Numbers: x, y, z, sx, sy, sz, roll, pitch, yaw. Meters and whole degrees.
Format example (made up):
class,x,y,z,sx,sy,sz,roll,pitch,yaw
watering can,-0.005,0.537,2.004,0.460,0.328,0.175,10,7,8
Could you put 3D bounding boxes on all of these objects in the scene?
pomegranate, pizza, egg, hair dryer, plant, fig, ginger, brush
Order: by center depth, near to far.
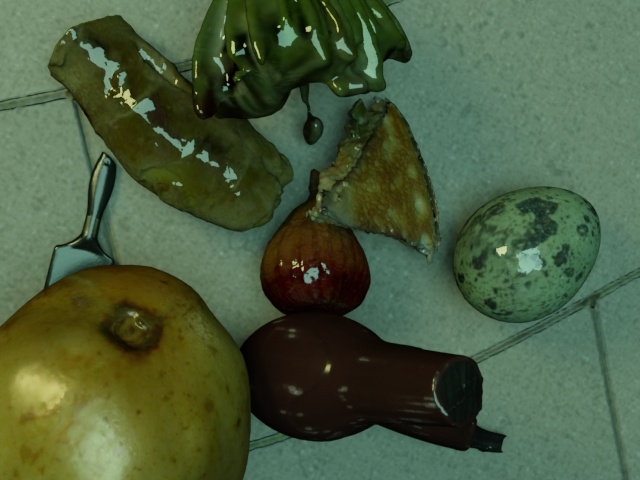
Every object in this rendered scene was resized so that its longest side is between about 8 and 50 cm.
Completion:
class,x,y,z,sx,sy,sz,roll,pitch,yaw
pomegranate,-0.191,0.165,0.950,0.307,0.307,0.308,-1,94,-11
plant,-0.063,-0.255,0.971,0.180,0.251,0.334,-26,91,20
ginger,-0.144,-0.105,1.033,0.263,0.109,0.116,43,99,-10
hair dryer,0.108,0.166,1.041,0.340,0.312,0.123,25,74,-36
pizza,0.045,-0.047,1.063,0.195,0.052,0.185,-23,94,-51
brush,-0.234,0.007,1.069,0.062,0.016,0.194,14,92,-13
fig,0.006,0.013,1.081,0.119,0.119,0.153,37,62,-12
egg,0.217,0.011,1.104,0.172,0.132,0.132,-33,100,-21
